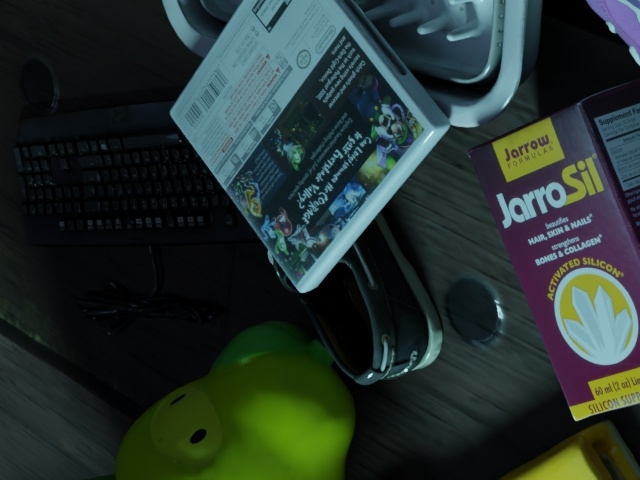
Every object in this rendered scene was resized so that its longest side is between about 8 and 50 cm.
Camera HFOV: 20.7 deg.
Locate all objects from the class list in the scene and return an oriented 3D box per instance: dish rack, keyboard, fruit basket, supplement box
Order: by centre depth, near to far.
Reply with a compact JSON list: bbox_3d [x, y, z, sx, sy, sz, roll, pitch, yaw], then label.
[{"bbox_3d":[0.184,0.006,1.103,0.104,0.080,0.188,-24,87,48],"label":"supplement box"},{"bbox_3d":[0.025,-0.242,1.179,0.332,0.072,0.286,20,118,40],"label":"dish rack"},{"bbox_3d":[-0.110,0.246,1.323,0.392,0.282,0.392,171,90,-68],"label":"fruit basket"},{"bbox_3d":[-0.153,-0.013,1.477,0.317,0.033,0.202,-1,104,47],"label":"keyboard"}]

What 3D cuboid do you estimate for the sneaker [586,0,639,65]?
[{"bbox_3d":[0.225,-0.079,1.018,0.282,0.102,0.161,41,133,28],"label":"sneaker"}]

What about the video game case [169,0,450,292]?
[{"bbox_3d":[-0.013,-0.085,1.211,0.173,0.022,0.190,54,133,16],"label":"video game case"}]

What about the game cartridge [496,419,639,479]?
[{"bbox_3d":[0.166,0.315,1.261,0.323,0.052,0.285,-41,75,45],"label":"game cartridge"}]

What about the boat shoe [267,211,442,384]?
[{"bbox_3d":[0.000,0.000,1.292,0.233,0.079,0.084,59,138,14],"label":"boat shoe"}]
